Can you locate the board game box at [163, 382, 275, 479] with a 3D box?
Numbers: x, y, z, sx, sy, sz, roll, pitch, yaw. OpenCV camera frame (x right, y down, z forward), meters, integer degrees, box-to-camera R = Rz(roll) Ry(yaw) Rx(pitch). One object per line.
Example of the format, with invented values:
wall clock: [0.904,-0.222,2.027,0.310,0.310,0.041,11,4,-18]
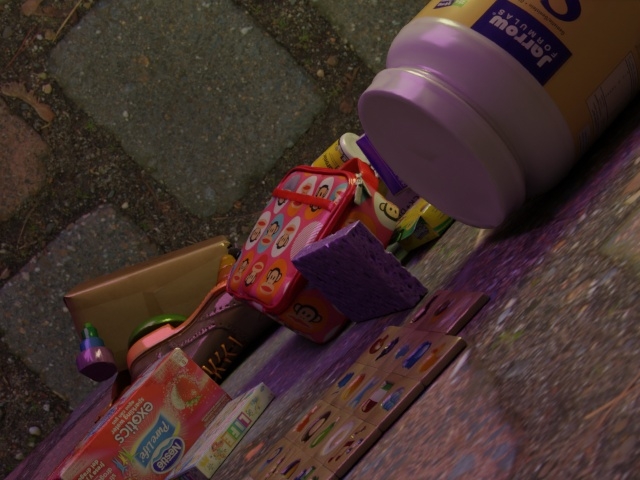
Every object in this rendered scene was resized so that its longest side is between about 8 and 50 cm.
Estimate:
board game box: [-0.132,0.258,1.750,0.154,0.026,0.103,-49,8,-36]

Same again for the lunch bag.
lunch bag: [-0.004,-0.002,1.874,0.258,0.120,0.293,-59,19,-6]

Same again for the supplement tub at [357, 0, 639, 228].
supplement tub: [0.223,-0.198,1.470,0.331,0.241,0.241,-47,7,-17]

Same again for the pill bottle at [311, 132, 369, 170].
pill bottle: [0.025,-0.116,2.177,0.116,0.065,0.065,-42,7,33]

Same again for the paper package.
paper package: [-0.297,0.119,2.553,0.325,0.168,0.309,-20,4,-4]

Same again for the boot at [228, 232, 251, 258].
boot: [-0.070,-0.006,2.450,0.137,0.076,0.198,6,17,18]

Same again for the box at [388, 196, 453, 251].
box: [0.162,-0.051,1.801,0.179,0.043,0.105,-45,6,-24]

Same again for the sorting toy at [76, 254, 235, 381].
sorting toy: [-0.263,0.124,2.358,0.366,0.126,0.127,-22,-35,3]

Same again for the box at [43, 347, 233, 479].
box: [-0.259,0.289,1.916,0.257,0.122,0.128,-48,7,-28]

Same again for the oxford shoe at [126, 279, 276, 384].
oxford shoe: [-0.163,0.173,2.234,0.364,0.130,0.132,-35,42,21]

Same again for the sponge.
sponge: [0.042,0.042,1.624,0.031,0.117,0.210,-48,8,-19]

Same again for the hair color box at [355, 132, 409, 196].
hair color box: [0.223,-0.203,1.840,0.339,0.110,0.185,-30,6,45]

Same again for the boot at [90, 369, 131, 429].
boot: [-0.368,0.338,2.472,0.220,0.109,0.283,-53,17,-29]

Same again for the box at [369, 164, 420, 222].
box: [0.109,-0.085,2.138,0.169,0.087,0.290,-44,7,13]

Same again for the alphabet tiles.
alphabet tiles: [0.028,0.175,1.357,0.342,0.011,0.285,-46,6,-9]
